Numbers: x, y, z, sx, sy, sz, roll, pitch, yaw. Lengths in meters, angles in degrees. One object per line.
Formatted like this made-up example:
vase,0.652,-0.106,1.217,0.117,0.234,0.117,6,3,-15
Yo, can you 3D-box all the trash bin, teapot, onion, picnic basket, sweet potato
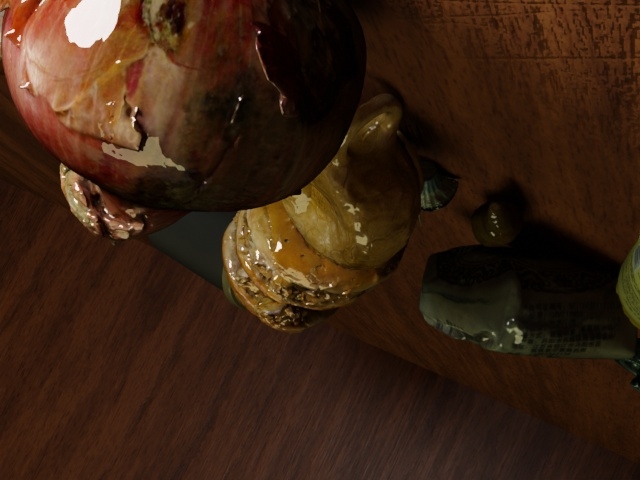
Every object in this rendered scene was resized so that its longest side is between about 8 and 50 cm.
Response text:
trash bin,-0.142,0.007,2.391,0.333,0.214,0.214,24,171,28
teapot,0.054,-0.085,1.601,0.203,0.167,0.311,48,157,21
onion,-0.129,-0.168,1.180,0.353,0.354,0.353,25,170,5
picnic basket,0.139,-0.065,1.713,0.083,0.065,0.083,17,151,22
sweet potato,0.231,-0.021,1.719,0.067,0.067,0.274,25,178,7

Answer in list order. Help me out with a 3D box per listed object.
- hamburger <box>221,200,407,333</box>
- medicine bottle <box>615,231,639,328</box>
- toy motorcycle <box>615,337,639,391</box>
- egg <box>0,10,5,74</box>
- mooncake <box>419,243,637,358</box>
hamburger,-0.003,-0.003,1.894,0.260,0.245,0.211,5,155,-18
medicine bottle,0.391,0.033,1.417,0.124,0.124,0.239,24,171,11
toy motorcycle,0.597,0.236,1.834,0.237,0.169,0.410,40,170,-33
egg,-0.369,-0.284,1.483,0.233,0.195,0.195,12,176,-22
mooncake,0.288,0.081,1.808,0.254,0.136,0.250,4,-175,-25
